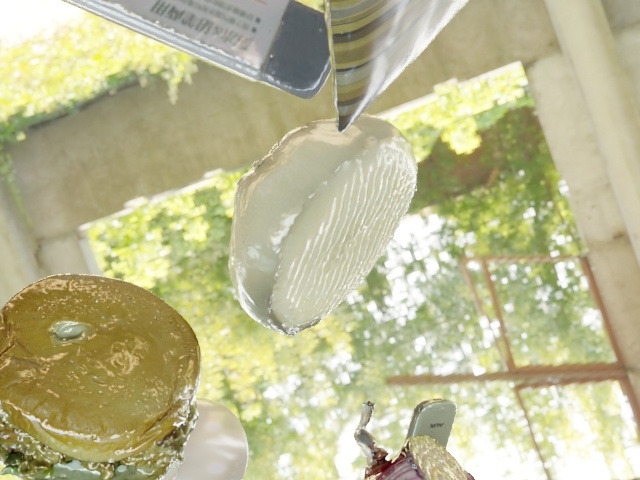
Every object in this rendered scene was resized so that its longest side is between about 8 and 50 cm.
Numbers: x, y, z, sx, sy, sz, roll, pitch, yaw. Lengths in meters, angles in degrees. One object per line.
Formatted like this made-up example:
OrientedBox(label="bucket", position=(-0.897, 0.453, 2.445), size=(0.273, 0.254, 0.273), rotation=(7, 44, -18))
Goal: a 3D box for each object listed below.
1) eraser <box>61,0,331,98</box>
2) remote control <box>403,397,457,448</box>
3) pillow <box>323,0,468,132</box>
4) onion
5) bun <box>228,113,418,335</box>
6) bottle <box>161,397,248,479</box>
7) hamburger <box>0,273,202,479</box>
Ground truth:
OrientedBox(label="eraser", position=(-0.151, -0.230, 0.938), size=(0.351, 0.089, 0.061), rotation=(23, 180, -10))
OrientedBox(label="remote control", position=(0.167, 0.413, 1.806), size=(0.090, 0.310, 0.038), rotation=(1, -158, -35))
OrientedBox(label="pillow", position=(0.064, -0.213, 0.726), size=(0.208, 0.052, 0.212), rotation=(-48, 152, -27))
OrientedBox(label="onion", position=(0.130, 0.443, 1.558), size=(0.230, 0.272, 0.256), rotation=(-47, 136, 11))
OrientedBox(label="bun", position=(-0.012, -0.031, 1.182), size=(0.287, 0.146, 0.287), rotation=(-43, 158, -22))
OrientedBox(label="bottle", position=(-0.206, 0.270, 1.306), size=(0.147, 0.148, 0.236), rotation=(-19, 162, 21))
OrientedBox(label="hamburger", position=(-0.202, 0.128, 0.920), size=(0.189, 0.215, 0.122), rotation=(5, 133, -13))
